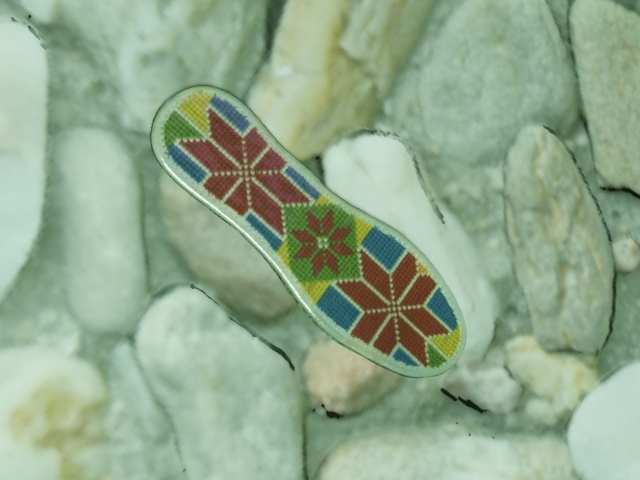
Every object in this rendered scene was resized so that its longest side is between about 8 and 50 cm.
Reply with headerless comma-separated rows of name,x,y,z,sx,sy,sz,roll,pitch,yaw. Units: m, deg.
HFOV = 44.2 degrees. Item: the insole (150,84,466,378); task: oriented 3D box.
insole,0.000,0.000,0.378,0.193,0.006,0.065,43,68,-14
